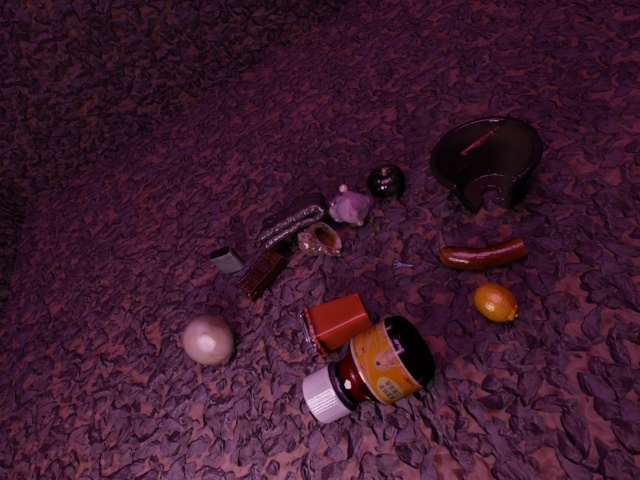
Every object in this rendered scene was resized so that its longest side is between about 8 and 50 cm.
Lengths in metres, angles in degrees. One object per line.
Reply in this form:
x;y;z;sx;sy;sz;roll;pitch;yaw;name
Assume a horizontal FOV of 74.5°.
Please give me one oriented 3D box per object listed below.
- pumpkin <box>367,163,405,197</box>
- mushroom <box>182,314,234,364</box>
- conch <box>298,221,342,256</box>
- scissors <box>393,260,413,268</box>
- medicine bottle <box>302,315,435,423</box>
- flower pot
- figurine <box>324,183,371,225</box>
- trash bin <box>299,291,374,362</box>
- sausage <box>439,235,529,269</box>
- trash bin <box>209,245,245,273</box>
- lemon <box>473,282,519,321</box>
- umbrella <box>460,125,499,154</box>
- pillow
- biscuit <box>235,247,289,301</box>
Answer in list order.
0.286;-0.263;1.847;0.167;0.125;0.167;-31;37;26;pumpkin
-0.458;0.395;1.706;0.206;0.206;0.209;-47;27;-11;mushroom
0.000;0.000;1.793;0.207;0.130;0.155;20;93;18;conch
0.323;0.095;1.636;0.083;0.006;0.036;2;55;29;scissors
0.145;0.427;1.340;0.395;0.242;0.242;-38;46;17;medicine bottle
0.626;-0.258;1.580;0.380;0.251;0.379;-16;49;20;flower pot
0.110;-0.140;1.811;0.133;0.200;0.276;-34;17;-21;figurine
0.064;0.306;1.512;0.239;0.161;0.184;-23;49;6;trash bin
0.578;0.051;1.490;0.302;0.076;0.102;-10;44;19;sausage
-0.432;0.091;1.948;0.116;0.130;0.059;-17;50;15;trash bin
0.566;0.201;1.358;0.114;0.114;0.155;-42;49;-7;lemon
0.569;-0.354;1.502;0.165;0.025;0.027;-36;65;3;umbrella
-0.124;-0.098;1.879;0.326;0.101;0.228;-31;20;11;pillow
-0.253;0.145;1.855;0.106;0.070;0.252;30;73;39;biscuit
